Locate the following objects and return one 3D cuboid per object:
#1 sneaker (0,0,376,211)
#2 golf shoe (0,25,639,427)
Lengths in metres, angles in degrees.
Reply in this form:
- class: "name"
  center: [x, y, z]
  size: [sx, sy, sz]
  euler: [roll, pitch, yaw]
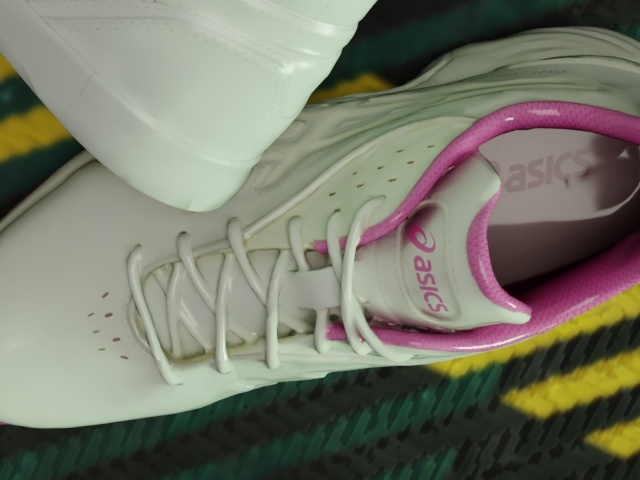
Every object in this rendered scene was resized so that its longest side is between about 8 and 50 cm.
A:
- class: "sneaker"
  center: [-0.084, -0.169, 0.470]
  size: [0.292, 0.108, 0.169]
  euler: [44, 118, 2]
- class: "golf shoe"
  center: [0.000, 0.000, 0.537]
  size: [0.306, 0.140, 0.115]
  euler: [-20, 104, 1]
